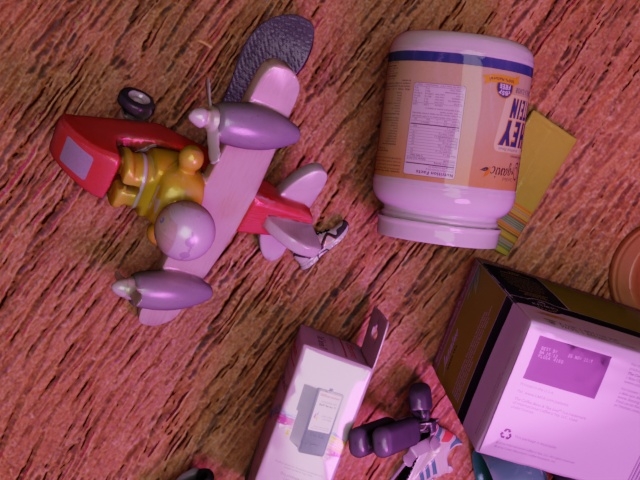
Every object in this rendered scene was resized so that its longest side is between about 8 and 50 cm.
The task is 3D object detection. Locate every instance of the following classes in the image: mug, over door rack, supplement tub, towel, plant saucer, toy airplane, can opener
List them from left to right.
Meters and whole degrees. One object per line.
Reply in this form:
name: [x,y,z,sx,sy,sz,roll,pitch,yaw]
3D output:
toy airplane: [-0.170,-0.051,1.475,0.384,0.272,0.386,-14,121,9]
can opener: [0.120,0.280,1.573,0.076,0.283,0.095,-4,85,22]
over door rack: [0.130,0.499,1.552,0.324,0.108,0.240,-32,90,-46]
supplement tub: [0.203,-0.155,1.548,0.228,0.228,0.316,6,95,-9]
mug: [0.323,0.391,1.675,0.097,0.129,0.158,-14,98,-8]
towel: [0.336,-0.096,1.683,0.102,0.021,0.237,31,90,-16]
plant saucer: [0.605,0.066,1.731,0.199,0.037,0.200,-1,96,-9]

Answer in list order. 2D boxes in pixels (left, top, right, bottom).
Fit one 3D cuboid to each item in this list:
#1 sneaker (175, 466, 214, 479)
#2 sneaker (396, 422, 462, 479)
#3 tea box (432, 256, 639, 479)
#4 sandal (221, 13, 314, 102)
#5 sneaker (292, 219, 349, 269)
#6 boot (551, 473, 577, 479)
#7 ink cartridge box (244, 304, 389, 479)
sneaker: [-0.158,0.431,1.609,0.228,0.086,0.132,3,119,-9]
sneaker: [0.186,0.395,1.690,0.075,0.057,0.161,28,88,-5]
tea box: [0.390,0.209,1.556,0.329,0.323,0.220,18,104,-9]
sandal: [-0.102,-0.254,1.587,0.097,0.054,0.254,35,100,-3]
sneaker: [0.000,0.000,1.629,0.109,0.040,0.044,-40,98,-3]
boot: [0.432,0.641,1.623,0.367,0.146,0.445,33,91,-2]
ink cartridge box: [-0.012,0.261,1.569,0.119,0.207,0.354,20,92,-4]
